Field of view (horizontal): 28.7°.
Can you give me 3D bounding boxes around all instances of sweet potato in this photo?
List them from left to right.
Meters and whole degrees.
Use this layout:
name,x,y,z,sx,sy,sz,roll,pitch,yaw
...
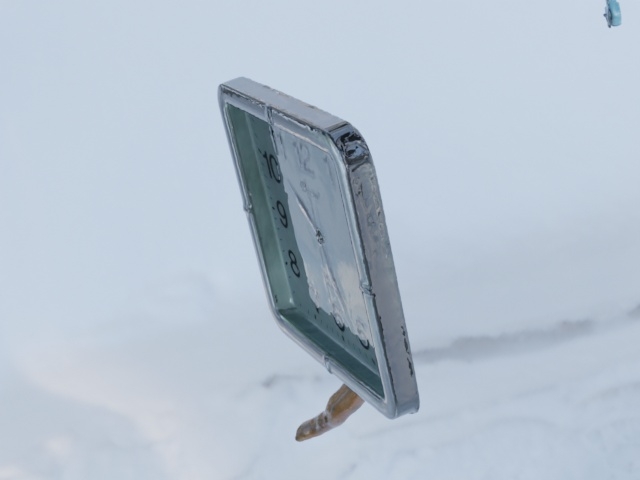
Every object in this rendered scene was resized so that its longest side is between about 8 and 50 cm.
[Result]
name,x,y,z,sx,sy,sz,roll,pitch,yaw
sweet potato,0.028,0.182,1.440,0.179,0.044,0.044,-55,41,31

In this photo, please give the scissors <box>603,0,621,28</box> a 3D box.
name,x,y,z,sx,sy,sz,roll,pitch,yaw
scissors,0.362,-0.480,1.692,0.032,0.180,0.392,-12,87,8

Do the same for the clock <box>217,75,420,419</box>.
name,x,y,z,sx,sy,sz,roll,pitch,yaw
clock,0.001,0.000,1.134,0.049,0.278,0.273,-21,25,-20
